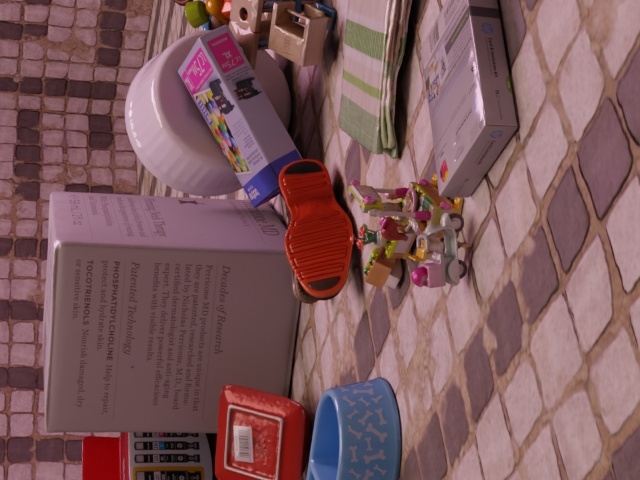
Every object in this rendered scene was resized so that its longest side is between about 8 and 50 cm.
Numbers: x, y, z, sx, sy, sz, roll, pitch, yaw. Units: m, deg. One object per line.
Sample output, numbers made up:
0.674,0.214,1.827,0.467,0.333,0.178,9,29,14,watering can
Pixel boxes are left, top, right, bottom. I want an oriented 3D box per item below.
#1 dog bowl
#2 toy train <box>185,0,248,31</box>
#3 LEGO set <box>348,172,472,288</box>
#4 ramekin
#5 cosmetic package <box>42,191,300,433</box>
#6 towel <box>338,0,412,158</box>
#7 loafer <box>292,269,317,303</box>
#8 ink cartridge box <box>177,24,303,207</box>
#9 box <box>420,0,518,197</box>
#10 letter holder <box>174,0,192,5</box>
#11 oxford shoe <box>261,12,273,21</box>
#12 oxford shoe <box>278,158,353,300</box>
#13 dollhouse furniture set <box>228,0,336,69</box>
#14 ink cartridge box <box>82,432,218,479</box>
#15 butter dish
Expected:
0.033,0.316,1.640,0.166,0.074,0.297,-121,36,-65,dog bowl
-0.171,-0.404,2.219,0.248,0.143,0.105,27,-124,-65,toy train
0.074,-0.012,1.469,0.287,0.107,0.132,171,101,-75,LEGO set
-0.183,-0.224,2.207,0.135,0.277,0.277,149,123,-64,ramekin
-0.265,0.116,2.194,0.329,0.394,0.327,-128,43,-69,cosmetic package
0.074,-0.285,1.669,0.248,0.038,0.324,-129,42,-71,towel
-0.015,0.037,1.927,0.050,0.056,0.148,110,168,-51,loafer
-0.113,-0.170,2.041,0.311,0.065,0.186,59,161,-1,ink cartridge box
0.150,-0.160,1.338,0.145,0.038,0.186,117,153,-59,box
-0.171,-0.524,2.382,0.302,0.152,0.214,-145,66,-73,letter holder
-0.094,-0.511,2.161,0.123,0.130,0.348,148,125,-73,oxford shoe
0.000,0.000,1.838,0.271,0.097,0.098,-97,-3,-49,oxford shoe
-0.037,-0.316,2.007,0.184,0.129,0.128,33,125,39,dollhouse furniture set
-0.275,0.447,2.251,0.130,0.272,0.309,110,157,-50,ink cartridge box
-0.071,0.302,1.989,0.160,0.118,0.160,10,100,31,butter dish
